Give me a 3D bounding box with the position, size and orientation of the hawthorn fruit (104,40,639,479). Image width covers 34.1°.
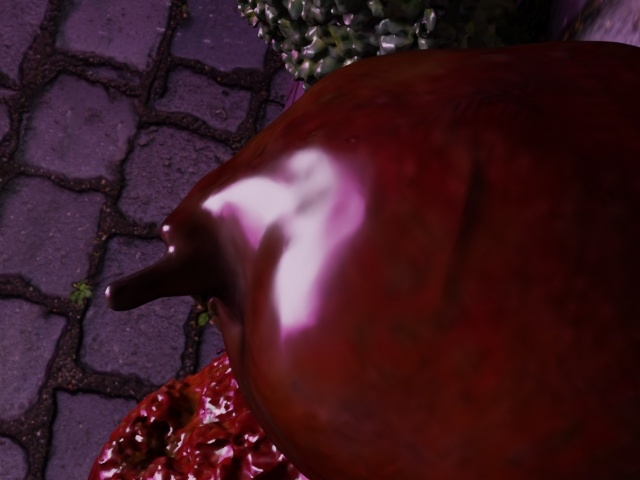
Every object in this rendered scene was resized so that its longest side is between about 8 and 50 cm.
[{"bbox_3d":[0.047,0.021,0.391,0.208,0.248,0.208,-169,90,-77],"label":"hawthorn fruit"}]

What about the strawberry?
[{"bbox_3d":[-0.040,0.174,0.694,0.274,0.221,0.274,-62,8,15],"label":"strawberry"}]

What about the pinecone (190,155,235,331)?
[{"bbox_3d":[0.000,0.000,0.833,0.208,0.208,0.207,-164,90,-82],"label":"pinecone"}]

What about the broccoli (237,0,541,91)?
[{"bbox_3d":[0.058,-0.213,0.793,0.288,0.248,0.245,164,127,-73],"label":"broccoli"}]
